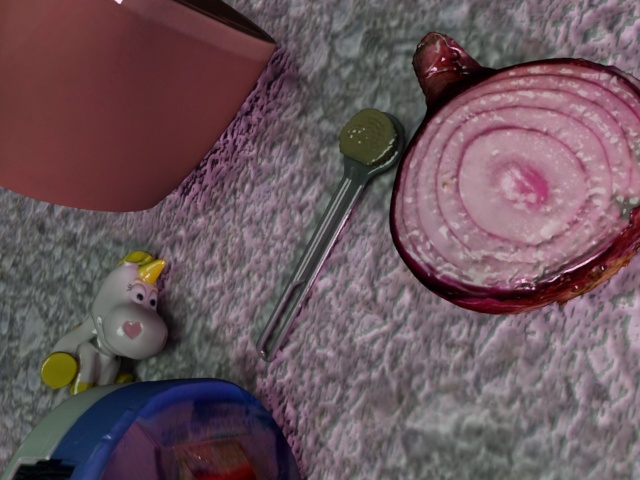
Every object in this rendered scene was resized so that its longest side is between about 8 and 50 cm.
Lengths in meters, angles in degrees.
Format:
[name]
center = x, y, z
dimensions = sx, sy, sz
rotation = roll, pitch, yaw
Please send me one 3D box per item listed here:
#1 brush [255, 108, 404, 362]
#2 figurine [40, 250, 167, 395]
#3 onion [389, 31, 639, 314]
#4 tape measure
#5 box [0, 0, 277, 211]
[brush]
center = 0.000, 0.000, 0.600
dimensions = 0.062, 0.027, 0.266
rotation = 32, 100, 31
[figurine]
center = -0.225, 0.090, 0.693
dimensions = 0.178, 0.109, 0.129
rotation = -49, 40, 12
[onion]
center = 0.133, -0.057, 0.464
dimensions = 0.195, 0.140, 0.218
rotation = -40, 65, 16
[tape measure]
center = -0.132, 0.242, 0.509
dimensions = 0.138, 0.259, 0.262
rotation = -18, 74, 28
[box]
center = -0.221, -0.174, 0.617
dimensions = 0.301, 0.301, 0.216
rotation = 42, 113, 29
